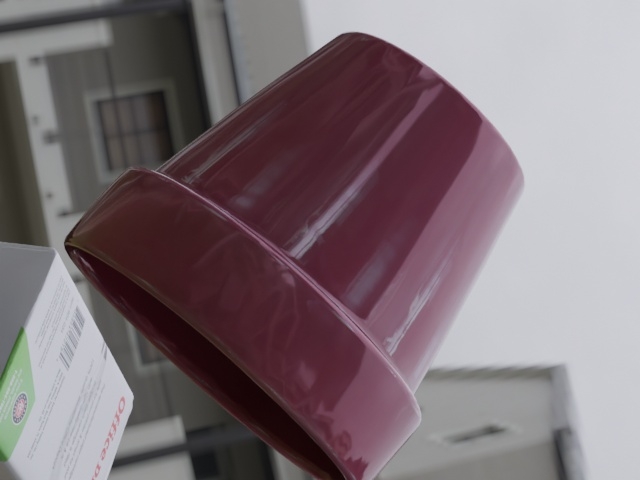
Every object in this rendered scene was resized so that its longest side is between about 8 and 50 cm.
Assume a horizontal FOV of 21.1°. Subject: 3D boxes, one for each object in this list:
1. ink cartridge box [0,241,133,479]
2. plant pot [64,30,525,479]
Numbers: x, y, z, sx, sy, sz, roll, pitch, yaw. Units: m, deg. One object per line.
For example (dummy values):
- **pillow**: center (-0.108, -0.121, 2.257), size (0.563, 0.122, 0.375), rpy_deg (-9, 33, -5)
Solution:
- **ink cartridge box**: center (-0.294, 0.157, 1.668), size (0.273, 0.114, 0.198), rpy_deg (73, 29, -53)
- **plant pot**: center (0.000, 0.000, 0.882), size (0.201, 0.180, 0.201), rpy_deg (39, -11, 9)
